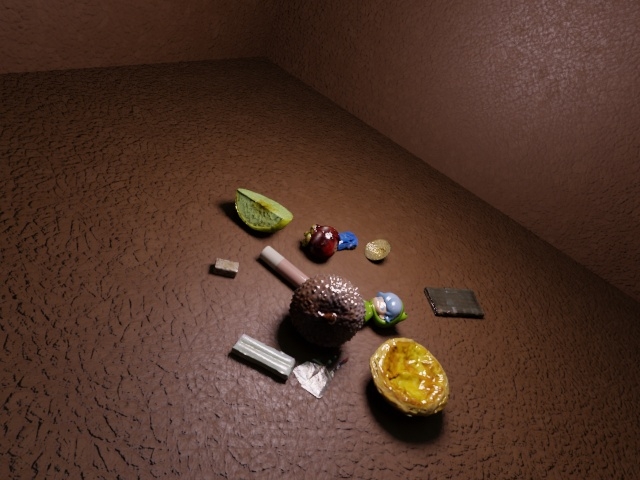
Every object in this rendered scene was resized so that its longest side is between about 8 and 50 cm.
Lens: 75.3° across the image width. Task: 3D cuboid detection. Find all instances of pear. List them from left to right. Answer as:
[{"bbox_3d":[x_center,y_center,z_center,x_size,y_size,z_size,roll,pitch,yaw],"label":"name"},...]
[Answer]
[{"bbox_3d":[-0.265,-0.132,2.016,0.288,0.139,0.239,32,22,13],"label":"pear"}]

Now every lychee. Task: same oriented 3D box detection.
[{"bbox_3d":[0.030,0.269,1.605,0.300,0.300,0.300,17,38,-14],"label":"lychee"}]

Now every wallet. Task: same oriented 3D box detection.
[{"bbox_3d":[0.690,0.318,2.142,0.317,0.044,0.168,6,46,-24],"label":"wallet"}]

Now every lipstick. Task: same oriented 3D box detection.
[{"bbox_3d":[-0.152,0.126,1.820,0.254,0.070,0.070,38,38,13],"label":"lipstick"}]

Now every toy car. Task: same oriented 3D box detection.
[{"bbox_3d":[0.100,0.001,2.132,0.216,0.063,0.103,-7,49,-37],"label":"toy car"}]

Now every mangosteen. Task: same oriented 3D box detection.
[{"bbox_3d":[0.000,0.000,1.990,0.180,0.166,0.166,24,36,9],"label":"mangosteen"}]

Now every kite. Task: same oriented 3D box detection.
[{"bbox_3d":[0.013,0.477,1.553,0.141,0.015,0.245,44,40,17],"label":"kite"}]

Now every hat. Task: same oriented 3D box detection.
[{"bbox_3d":[0.309,0.067,2.195,0.146,0.067,0.145,-14,45,14],"label":"hat"}]

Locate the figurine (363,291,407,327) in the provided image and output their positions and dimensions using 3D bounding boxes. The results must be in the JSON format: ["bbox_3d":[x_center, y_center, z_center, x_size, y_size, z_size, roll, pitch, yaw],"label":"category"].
[{"bbox_3d":[0.243,0.303,1.814,0.264,0.143,0.162,-2,36,-10],"label":"figurine"}]

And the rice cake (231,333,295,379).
[{"bbox_3d":[-0.200,0.411,1.475,0.226,0.040,0.085,27,37,-1],"label":"rice cake"}]

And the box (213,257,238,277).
[{"bbox_3d":[-0.389,0.112,1.709,0.098,0.045,0.062,17,38,-16],"label":"box"}]

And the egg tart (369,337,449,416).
[{"bbox_3d":[0.329,0.531,1.587,0.342,0.132,0.341,16,39,-14],"label":"egg tart"}]
